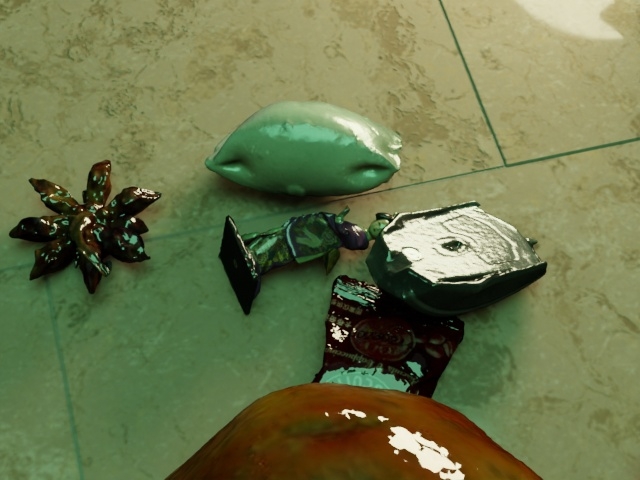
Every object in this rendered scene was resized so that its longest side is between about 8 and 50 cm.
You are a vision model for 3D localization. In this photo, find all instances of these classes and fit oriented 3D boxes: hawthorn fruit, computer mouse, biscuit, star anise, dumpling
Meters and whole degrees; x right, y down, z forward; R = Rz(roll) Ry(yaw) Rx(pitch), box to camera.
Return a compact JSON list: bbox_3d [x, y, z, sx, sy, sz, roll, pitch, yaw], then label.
[{"bbox_3d":[0.017,0.288,0.845,0.403,0.403,0.403,1,62,-3],"label":"hawthorn fruit"},{"bbox_3d":[0.139,0.026,1.164,0.231,0.071,0.126,-14,45,-41],"label":"computer mouse"},{"bbox_3d":[0.052,0.149,1.109,0.151,0.063,0.235,16,64,9],"label":"biscuit"},{"bbox_3d":[-0.247,-0.016,1.183,0.168,0.057,0.168,1,53,-1],"label":"star anise"},{"bbox_3d":[-0.018,-0.101,1.227,0.216,0.149,0.105,-2,96,-4],"label":"dumpling"}]

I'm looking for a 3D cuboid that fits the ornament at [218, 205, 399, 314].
[{"bbox_3d":[-0.002,-0.003,1.175,0.203,0.081,0.088,-17,65,-12],"label":"ornament"}]
